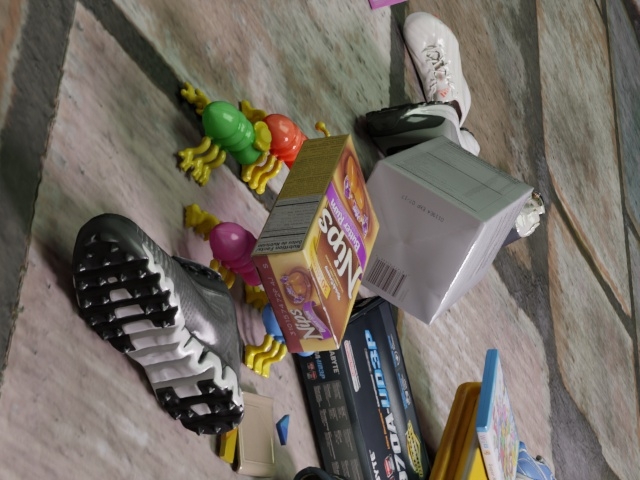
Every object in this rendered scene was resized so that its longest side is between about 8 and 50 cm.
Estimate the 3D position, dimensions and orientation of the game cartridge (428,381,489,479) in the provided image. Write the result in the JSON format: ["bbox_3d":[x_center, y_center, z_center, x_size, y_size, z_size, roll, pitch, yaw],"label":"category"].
[{"bbox_3d":[0.178,0.374,1.524,0.285,0.053,0.323,-60,145,-58],"label":"game cartridge"}]

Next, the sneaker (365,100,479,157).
[{"bbox_3d":[0.138,-0.105,1.672,0.271,0.100,0.108,28,58,-61],"label":"sneaker"}]

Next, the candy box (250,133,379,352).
[{"bbox_3d":[0.000,0.000,1.174,0.186,0.053,0.109,-67,145,-50],"label":"candy box"}]

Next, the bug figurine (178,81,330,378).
[{"bbox_3d":[-0.053,-0.024,1.223,0.216,0.072,0.279,35,48,-58],"label":"bug figurine"}]

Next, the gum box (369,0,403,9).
[{"bbox_3d":[0.099,-0.400,1.769,0.107,0.062,0.188,67,26,-25],"label":"gum box"}]

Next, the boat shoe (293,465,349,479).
[{"bbox_3d":[0.012,0.325,1.165,0.079,0.095,0.254,46,37,-54],"label":"boat shoe"}]

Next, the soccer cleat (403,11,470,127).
[{"bbox_3d":[0.167,-0.235,1.844,0.196,0.068,0.076,59,32,-43],"label":"soccer cleat"}]

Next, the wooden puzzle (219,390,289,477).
[{"bbox_3d":[-0.061,0.174,1.181,0.116,0.014,0.078,37,50,-56],"label":"wooden puzzle"}]

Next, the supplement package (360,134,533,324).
[{"bbox_3d":[0.132,-0.019,1.498,0.134,0.139,0.244,-63,166,20],"label":"supplement package"}]

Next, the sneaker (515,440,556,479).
[{"bbox_3d":[0.308,0.347,1.851,0.211,0.080,0.081,46,41,-52],"label":"sneaker"}]

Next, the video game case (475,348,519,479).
[{"bbox_3d":[0.206,0.225,1.522,0.119,0.015,0.166,-73,152,-46],"label":"video game case"}]

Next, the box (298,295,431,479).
[{"bbox_3d":[0.048,0.180,1.375,0.175,0.051,0.220,-22,99,-68],"label":"box"}]

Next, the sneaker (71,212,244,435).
[{"bbox_3d":[-0.121,0.047,1.031,0.106,0.078,0.234,-83,154,-43],"label":"sneaker"}]

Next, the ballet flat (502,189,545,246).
[{"bbox_3d":[0.315,-0.041,2.076,0.203,0.074,0.074,-33,109,-65],"label":"ballet flat"}]
